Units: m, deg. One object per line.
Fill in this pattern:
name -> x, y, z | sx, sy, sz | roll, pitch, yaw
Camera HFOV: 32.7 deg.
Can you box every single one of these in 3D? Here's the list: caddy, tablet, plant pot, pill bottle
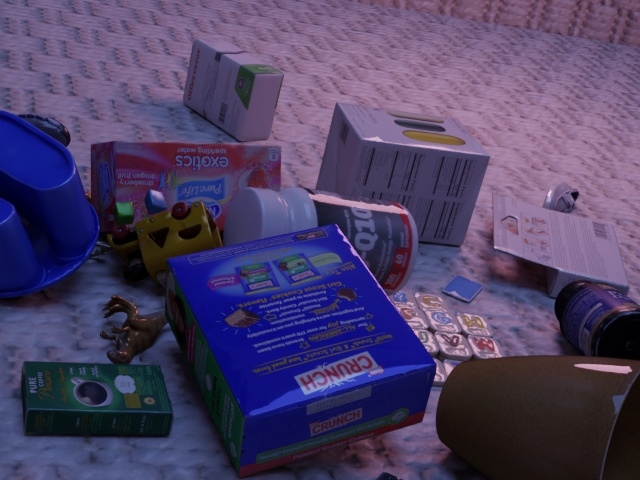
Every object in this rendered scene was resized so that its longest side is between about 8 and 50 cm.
caddy -> -0.495, -0.049, 1.663 | 0.341, 0.179, 0.241 | 31, 52, 31
tablet -> 0.256, 0.086, 1.962 | 0.054, 0.006, 0.083 | 23, 26, 18
plant pot -> 0.289, 0.247, 1.436 | 0.254, 0.237, 0.237 | 12, 21, 32
pill bottle -> 0.000, 0.000, 1.755 | 0.283, 0.161, 0.161 | 7, 25, -31
pill bottle -> 0.469, 0.140, 1.806 | 0.123, 0.122, 0.219 | 9, 13, -11

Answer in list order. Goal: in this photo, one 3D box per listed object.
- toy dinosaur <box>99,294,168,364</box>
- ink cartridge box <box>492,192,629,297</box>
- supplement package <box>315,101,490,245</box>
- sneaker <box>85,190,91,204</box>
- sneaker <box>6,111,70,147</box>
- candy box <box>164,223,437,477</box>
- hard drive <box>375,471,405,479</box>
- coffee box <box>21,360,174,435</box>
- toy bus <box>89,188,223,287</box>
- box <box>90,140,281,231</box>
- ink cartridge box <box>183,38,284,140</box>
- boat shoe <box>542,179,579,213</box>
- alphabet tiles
toy dinosaur -> -0.256, 0.124, 1.581 | 0.112, 0.064, 0.211 | 41, 39, 8
ink cartridge box -> 0.453, 0.018, 2.134 | 0.261, 0.066, 0.296 | 15, 25, 2
supplement package -> 0.154, -0.131, 2.130 | 0.263, 0.198, 0.199 | 6, 26, -17
sneaker -> -0.445, -0.055, 1.829 | 0.067, 0.064, 0.175 | 34, 33, 16
sneaker -> -0.585, -0.190, 2.043 | 0.224, 0.083, 0.098 | 12, 46, 6
candy box -> -0.037, 0.135, 1.475 | 0.268, 0.122, 0.317 | -12, 40, -21
hard drive -> 0.098, 0.373, 1.236 | 0.172, 0.054, 0.255 | 21, 26, 13
coffee box -> -0.289, 0.202, 1.403 | 0.184, 0.040, 0.113 | 4, 27, -21
toy bus -> -0.249, 0.019, 1.718 | 0.191, 0.202, 0.104 | 3, 57, -36
box -> -0.228, -0.089, 1.858 | 0.300, 0.154, 0.142 | 0, 2, -28
ink cartridge box -> -0.196, -0.337, 2.418 | 0.093, 0.160, 0.219 | -9, 34, -42
boat shoe -> 0.529, -0.085, 2.400 | 0.063, 0.066, 0.184 | 21, 17, 17
alphabet tiles -> 0.151, 0.148, 1.766 | 0.284, 0.021, 0.278 | 8, 26, -12
